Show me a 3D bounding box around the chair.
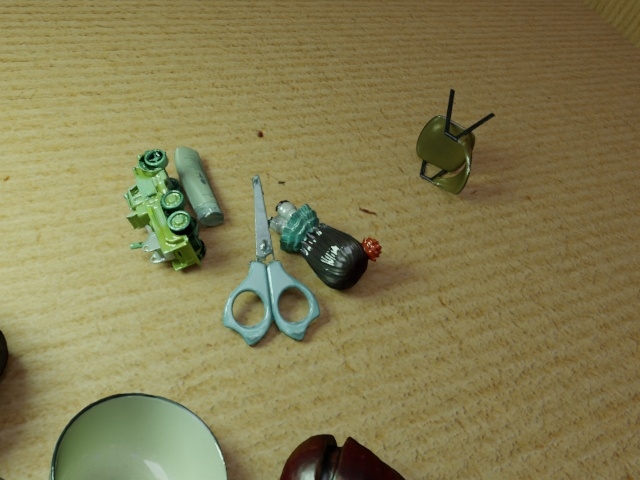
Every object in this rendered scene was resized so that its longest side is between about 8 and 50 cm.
[{"bbox_3d":[0.347,-0.251,1.198,0.172,0.159,0.247,33,53,9],"label":"chair"}]

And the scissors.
[{"bbox_3d":[-0.113,0.028,0.915,0.191,0.029,0.361,-5,70,-14],"label":"scissors"}]

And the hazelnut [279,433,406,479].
[{"bbox_3d":[0.040,0.385,0.664,0.203,0.178,0.178,0,52,12],"label":"hazelnut"}]

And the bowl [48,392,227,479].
[{"bbox_3d":[-0.259,0.343,0.613,0.237,0.126,0.238,32,17,-11],"label":"bowl"}]

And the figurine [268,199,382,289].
[{"bbox_3d":[0.000,0.000,0.958,0.245,0.138,0.110,36,11,20],"label":"figurine"}]

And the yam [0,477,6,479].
[{"bbox_3d":[-0.465,0.366,0.613,0.127,0.084,0.084,22,53,-1],"label":"yam"}]

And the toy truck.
[{"bbox_3d":[-0.339,-0.062,0.929,0.135,0.128,0.260,-21,61,-10],"label":"toy truck"}]

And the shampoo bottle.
[{"bbox_3d":[-0.280,-0.126,1.027,0.072,0.049,0.213,6,46,-51],"label":"shampoo bottle"}]

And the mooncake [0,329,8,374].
[{"bbox_3d":[-0.633,0.197,0.649,0.305,0.154,0.306,7,53,-9],"label":"mooncake"}]
